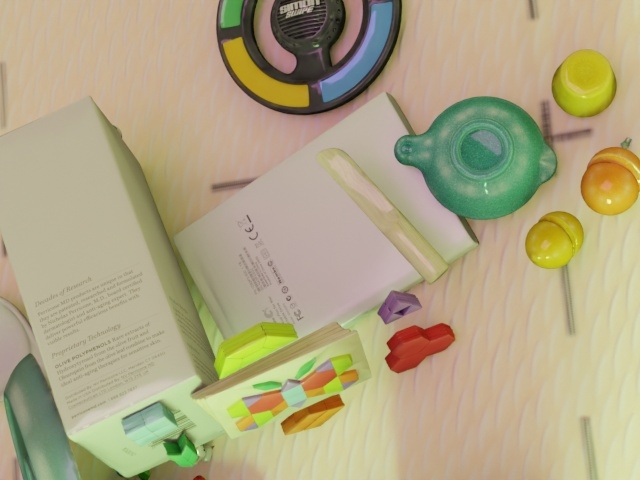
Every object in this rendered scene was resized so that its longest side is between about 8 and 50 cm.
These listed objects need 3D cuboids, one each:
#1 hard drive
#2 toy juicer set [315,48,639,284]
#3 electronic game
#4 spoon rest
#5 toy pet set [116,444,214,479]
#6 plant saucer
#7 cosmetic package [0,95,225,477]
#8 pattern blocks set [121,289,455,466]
[{"bbox_3d":[0.000,0.000,1.559,0.307,0.040,0.203,-33,74,15],"label":"hard drive"},{"bbox_3d":[0.185,-0.055,1.461,0.329,0.089,0.209,-22,81,5],"label":"toy juicer set"},{"bbox_3d":[-0.016,-0.258,1.587,0.229,0.048,0.229,-2,84,22],"label":"electronic game"},{"bbox_3d":[-0.352,0.145,1.664,0.276,0.084,0.137,10,89,22],"label":"spoon rest"},{"bbox_3d":[-0.184,0.221,1.614,0.122,0.065,0.114,4,121,25],"label":"toy pet set"},{"bbox_3d":[-0.291,0.280,1.502,0.044,0.317,0.317,-16,76,-18],"label":"plant saucer"},{"bbox_3d":[-0.233,0.050,1.518,0.155,0.197,0.365,-26,63,1],"label":"cosmetic package"},{"bbox_3d":[-0.032,0.149,1.429,0.325,0.285,0.026,-31,62,11],"label":"pattern blocks set"}]
